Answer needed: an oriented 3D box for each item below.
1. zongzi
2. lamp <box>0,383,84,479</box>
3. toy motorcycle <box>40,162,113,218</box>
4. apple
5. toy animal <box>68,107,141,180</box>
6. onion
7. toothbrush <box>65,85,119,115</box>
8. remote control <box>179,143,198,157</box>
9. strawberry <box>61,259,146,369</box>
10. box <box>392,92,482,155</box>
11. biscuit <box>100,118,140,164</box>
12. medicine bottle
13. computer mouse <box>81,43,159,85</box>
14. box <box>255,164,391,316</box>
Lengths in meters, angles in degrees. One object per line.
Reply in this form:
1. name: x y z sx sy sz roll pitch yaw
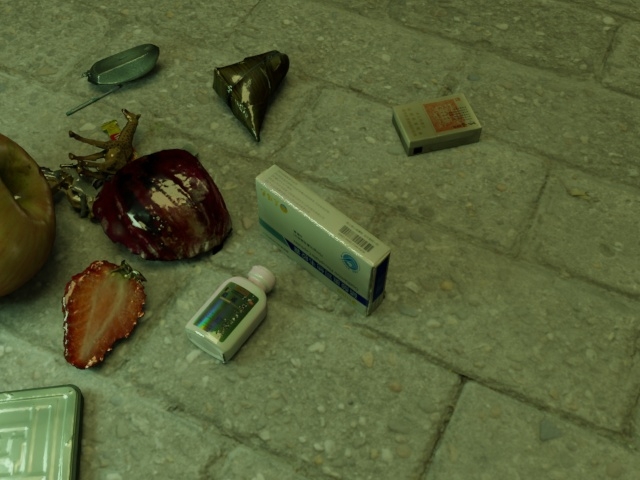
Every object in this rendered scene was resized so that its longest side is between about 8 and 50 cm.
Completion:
1. zongzi: -0.144 -0.394 1.974 0.221 0.112 0.242 -29 67 -20
2. lamp: -0.602 0.416 1.429 0.269 0.047 0.266 -6 53 -4
3. toy motorcycle: -0.600 -0.118 1.779 0.229 0.094 0.129 8 52 -10
4. apple: -0.768 -0.039 1.565 0.347 0.391 0.391 -30 56 8
5. toy animal: -0.514 -0.236 1.828 0.149 0.054 0.275 48 41 -1
6. onion: -0.365 -0.094 1.701 0.280 0.146 0.314 -28 71 -29
7. toothbrush: -0.624 -0.386 2.025 0.167 0.011 0.014 -36 57 -23
8. remote control: -0.388 -0.178 1.868 0.184 0.027 0.050 -40 56 -20
9. strawberry: -0.486 0.150 1.594 0.236 0.107 0.175 -44 102 -25
10. box: 0.302 -0.304 1.934 0.201 0.058 0.141 -11 55 -8
11. biscuit: -0.486 -0.218 1.885 0.048 0.026 0.292 -32 55 -13
12. medicine bottle: -0.183 0.149 1.599 0.115 0.078 0.219 28 60 20
13. computer mouse: -0.547 -0.475 2.056 0.229 0.068 0.113 -22 38 -2
14. box: 0.000 0.000 1.632 0.343 0.200 0.065 37 60 24
